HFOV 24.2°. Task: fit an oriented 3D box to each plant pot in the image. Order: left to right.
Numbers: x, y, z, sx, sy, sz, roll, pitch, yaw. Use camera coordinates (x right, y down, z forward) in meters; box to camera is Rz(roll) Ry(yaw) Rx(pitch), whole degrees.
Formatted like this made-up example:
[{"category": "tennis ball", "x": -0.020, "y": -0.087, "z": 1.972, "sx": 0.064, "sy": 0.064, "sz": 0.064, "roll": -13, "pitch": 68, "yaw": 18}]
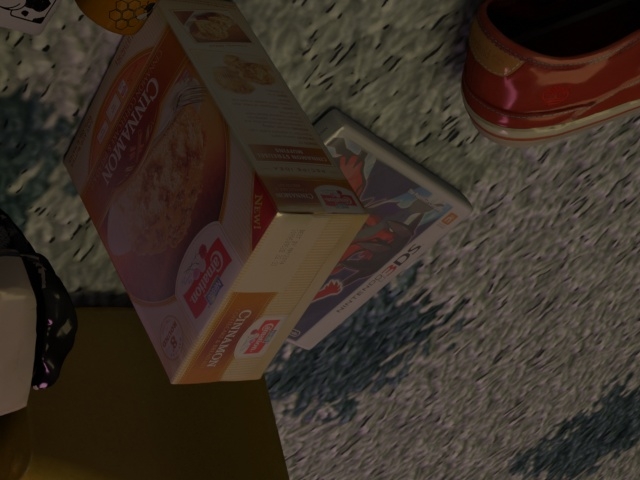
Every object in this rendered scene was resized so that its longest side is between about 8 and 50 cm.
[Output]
[{"category": "plant pot", "x": -0.165, "y": 0.168, "z": 1.057, "sx": 0.187, "sy": 0.212, "sz": 0.212, "roll": 24, "pitch": 123, "yaw": -34}]

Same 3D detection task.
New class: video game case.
[{"category": "video game case", "x": 0.000, "y": 0.000, "z": 1.124, "sx": 0.183, "sy": 0.023, "sz": 0.201, "roll": -41, "pitch": 146, "yaw": 15}]

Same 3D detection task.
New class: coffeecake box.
[{"category": "coffeecake box", "x": -0.068, "y": -0.031, "z": 0.878, "sx": 0.068, "sy": 0.185, "sz": 0.142, "roll": 0, "pitch": 136, "yaw": -39}]

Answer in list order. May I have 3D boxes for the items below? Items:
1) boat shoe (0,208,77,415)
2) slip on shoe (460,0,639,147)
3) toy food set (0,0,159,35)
[{"category": "boat shoe", "x": -0.313, "y": 0.035, "z": 0.782, "sx": 0.340, "sy": 0.158, "sz": 0.127, "roll": -6, "pitch": 128, "yaw": -25}, {"category": "slip on shoe", "x": 0.249, "y": -0.169, "z": 1.023, "sx": 0.331, "sy": 0.123, "sz": 0.101, "roll": -22, "pitch": 142, "yaw": -5}, {"category": "toy food set", "x": -0.157, "y": -0.177, "z": 0.681, "sx": 0.232, "sy": 0.111, "sz": 0.104, "roll": 10, "pitch": 130, "yaw": -42}]
